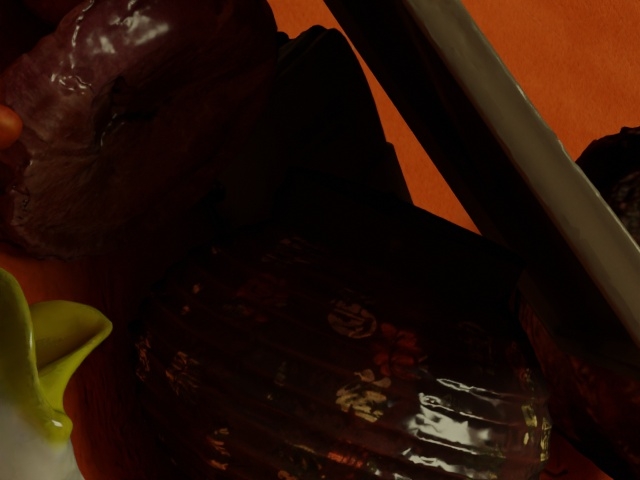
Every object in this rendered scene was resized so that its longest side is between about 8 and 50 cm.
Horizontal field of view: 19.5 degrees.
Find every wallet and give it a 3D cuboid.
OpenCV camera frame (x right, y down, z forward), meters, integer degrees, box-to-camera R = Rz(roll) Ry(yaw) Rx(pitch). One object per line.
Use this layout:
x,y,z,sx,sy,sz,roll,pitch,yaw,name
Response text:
0.000,0.000,1.197,0.176,0.075,0.250,-48,120,-51,wallet

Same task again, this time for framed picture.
0.076,-0.068,1.014,0.326,0.028,0.446,56,0,1,framed picture

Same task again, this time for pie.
-0.097,-0.065,0.944,0.049,0.182,0.182,48,15,26,pie

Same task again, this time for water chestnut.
0.332,0.056,1.554,0.350,0.302,0.350,28,56,-51,water chestnut

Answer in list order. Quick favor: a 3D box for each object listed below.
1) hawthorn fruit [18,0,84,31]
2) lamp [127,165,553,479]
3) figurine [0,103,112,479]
-0.095,-0.212,1.047,0.285,0.165,0.165,-74,143,-65,hawthorn fruit
0.008,0.085,1.015,0.247,0.247,0.247,36,48,-53,lamp
-0.190,0.019,0.731,0.421,0.154,0.193,44,47,-45,figurine
